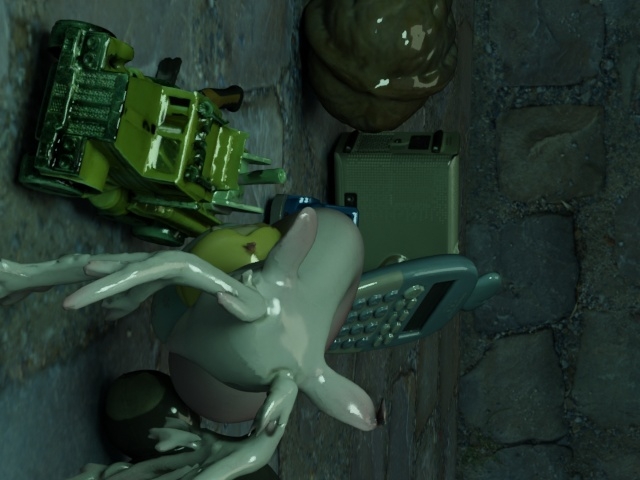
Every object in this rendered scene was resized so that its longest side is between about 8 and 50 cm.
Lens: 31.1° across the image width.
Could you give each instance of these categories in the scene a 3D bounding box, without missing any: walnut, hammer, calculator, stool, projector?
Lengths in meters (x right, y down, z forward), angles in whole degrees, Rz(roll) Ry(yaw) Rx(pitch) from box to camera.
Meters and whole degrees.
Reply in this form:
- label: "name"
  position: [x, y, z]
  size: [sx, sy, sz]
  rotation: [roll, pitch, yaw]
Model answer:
- label: "walnut"
  position: [0.074, -0.247, 1.449]
  size: [0.224, 0.224, 0.224]
  rotation: [4, 90, -75]
- label: "hammer"
  position: [-0.113, -0.136, 1.089]
  size: [0.201, 0.021, 0.078]
  rotation: [-35, 127, -72]
- label: "calculator"
  position: [0.107, 0.086, 1.534]
  size: [0.042, 0.303, 0.188]
  rotation: [62, -34, 28]
- label: "stool"
  position: [-0.126, 0.227, 0.929]
  size: [0.228, 0.153, 0.139]
  rotation: [50, 22, 3]
- label: "projector"
  position: [0.113, -0.033, 1.650]
  size: [0.163, 0.177, 0.242]
  rotation: [-65, 156, -70]

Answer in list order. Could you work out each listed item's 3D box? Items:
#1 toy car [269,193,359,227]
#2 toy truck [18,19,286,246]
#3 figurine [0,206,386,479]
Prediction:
- label: "toy car"
  position: [0.000, 0.000, 1.397]
  size: [0.191, 0.100, 0.097]
  rotation: [14, 80, -74]
- label: "toy truck"
  position: [-0.113, -0.073, 0.871]
  size: [0.259, 0.135, 0.128]
  rotation: [31, 69, -68]
- label: "figurine"
  position: [-0.088, 0.081, 0.765]
  size: [0.315, 0.284, 0.206]
  rotation: [105, -33, -87]
